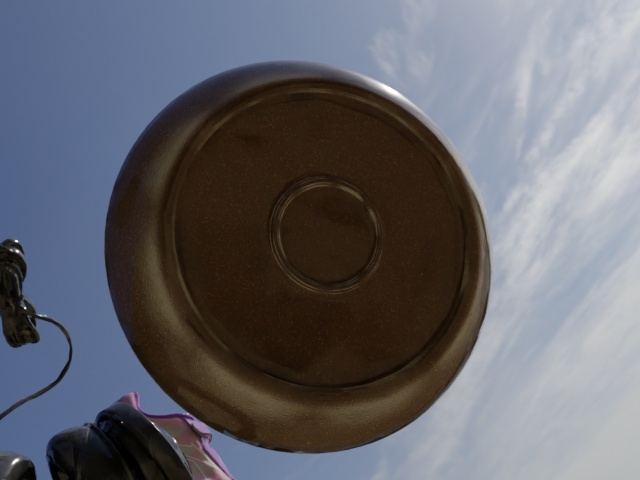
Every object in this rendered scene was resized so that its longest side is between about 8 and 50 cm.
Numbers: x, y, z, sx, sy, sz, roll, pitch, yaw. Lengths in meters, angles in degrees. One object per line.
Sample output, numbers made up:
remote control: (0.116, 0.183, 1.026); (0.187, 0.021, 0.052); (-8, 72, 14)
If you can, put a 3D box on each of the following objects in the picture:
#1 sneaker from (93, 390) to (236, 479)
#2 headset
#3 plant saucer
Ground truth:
sneaker: (-0.126, 0.221, 0.716); (0.104, 0.236, 0.095); (-58, -10, -41)
headset: (-0.213, 0.186, 0.562); (0.243, 0.394, 0.185); (-8, -46, -19)
plant saucer: (0.000, 0.000, 0.561); (0.311, 0.310, 0.050); (-35, 0, -21)
